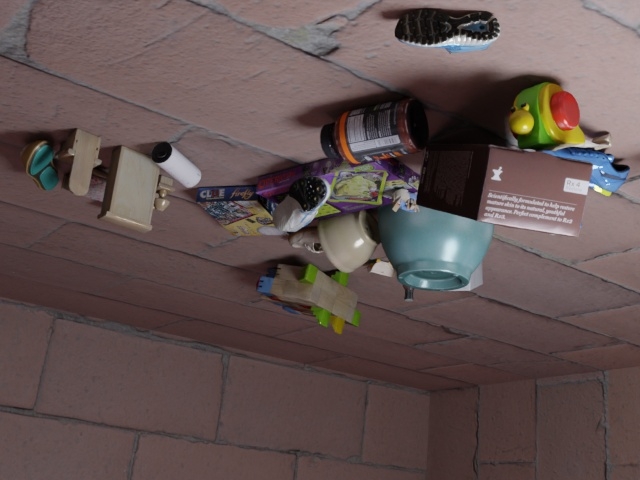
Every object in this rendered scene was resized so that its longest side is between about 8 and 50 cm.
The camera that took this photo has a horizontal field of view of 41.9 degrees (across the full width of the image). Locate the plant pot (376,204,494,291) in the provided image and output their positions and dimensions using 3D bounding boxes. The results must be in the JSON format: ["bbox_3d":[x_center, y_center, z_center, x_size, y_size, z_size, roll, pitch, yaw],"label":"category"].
[{"bbox_3d":[0.275,0.009,2.020,0.293,0.196,0.293,5,160,2],"label":"plant pot"}]

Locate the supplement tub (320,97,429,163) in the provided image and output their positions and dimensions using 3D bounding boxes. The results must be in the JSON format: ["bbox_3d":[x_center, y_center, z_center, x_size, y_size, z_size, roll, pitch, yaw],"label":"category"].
[{"bbox_3d":[0.099,-0.205,1.598,0.198,0.106,0.106,-7,157,32],"label":"supplement tub"}]

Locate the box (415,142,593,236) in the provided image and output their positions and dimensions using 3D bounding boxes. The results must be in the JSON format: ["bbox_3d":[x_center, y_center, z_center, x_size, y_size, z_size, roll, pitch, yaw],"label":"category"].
[{"bbox_3d":[0.327,-0.103,1.567,0.191,0.143,0.381,9,-176,-9],"label":"box"}]

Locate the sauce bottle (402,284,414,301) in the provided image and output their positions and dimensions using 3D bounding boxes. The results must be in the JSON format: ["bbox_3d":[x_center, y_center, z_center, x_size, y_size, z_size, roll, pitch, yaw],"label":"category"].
[{"bbox_3d":[0.258,0.113,2.420,0.042,0.128,0.042,4,162,1],"label":"sauce bottle"}]

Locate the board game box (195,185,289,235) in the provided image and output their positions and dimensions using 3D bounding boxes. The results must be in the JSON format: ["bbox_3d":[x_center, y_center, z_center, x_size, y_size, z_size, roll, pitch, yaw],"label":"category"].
[{"bbox_3d":[-0.193,-0.073,2.141,0.165,0.042,0.243,-1,160,17],"label":"board game box"}]

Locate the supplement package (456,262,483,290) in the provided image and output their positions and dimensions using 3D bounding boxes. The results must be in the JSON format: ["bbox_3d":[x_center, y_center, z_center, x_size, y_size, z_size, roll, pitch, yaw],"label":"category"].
[{"bbox_3d":[0.365,0.075,2.233,0.105,0.105,0.179,-3,-178,22],"label":"supplement package"}]

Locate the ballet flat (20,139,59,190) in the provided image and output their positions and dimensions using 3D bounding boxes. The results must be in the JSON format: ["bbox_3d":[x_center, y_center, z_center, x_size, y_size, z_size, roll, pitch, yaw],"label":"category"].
[{"bbox_3d":[-0.655,-0.181,1.918,0.073,0.080,0.232,41,158,5],"label":"ballet flat"}]

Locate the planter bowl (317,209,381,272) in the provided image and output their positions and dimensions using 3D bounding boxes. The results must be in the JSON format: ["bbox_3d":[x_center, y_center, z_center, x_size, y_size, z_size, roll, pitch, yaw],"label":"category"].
[{"bbox_3d":[0.084,-0.014,2.091,0.109,0.162,0.162,-28,146,29],"label":"planter bowl"}]

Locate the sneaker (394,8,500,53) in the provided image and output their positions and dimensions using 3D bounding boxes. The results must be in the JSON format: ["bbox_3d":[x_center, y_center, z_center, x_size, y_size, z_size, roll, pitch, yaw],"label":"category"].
[{"bbox_3d":[0.197,-0.317,1.316,0.162,0.063,0.073,5,164,3],"label":"sneaker"}]

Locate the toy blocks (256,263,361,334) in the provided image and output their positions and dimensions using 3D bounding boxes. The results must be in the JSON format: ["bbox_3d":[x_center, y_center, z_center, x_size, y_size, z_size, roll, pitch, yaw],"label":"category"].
[{"bbox_3d":[-0.064,0.162,2.622,0.261,0.190,0.381,7,165,30],"label":"toy blocks"}]

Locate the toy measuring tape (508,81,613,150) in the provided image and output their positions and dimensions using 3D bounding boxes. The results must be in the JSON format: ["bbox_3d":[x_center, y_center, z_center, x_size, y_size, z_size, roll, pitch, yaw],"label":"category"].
[{"bbox_3d":[0.435,-0.223,1.512,0.121,0.121,0.330,-14,174,44],"label":"toy measuring tape"}]

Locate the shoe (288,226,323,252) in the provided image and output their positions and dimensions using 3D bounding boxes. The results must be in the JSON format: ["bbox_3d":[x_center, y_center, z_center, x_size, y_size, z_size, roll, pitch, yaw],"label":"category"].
[{"bbox_3d":[0.000,0.000,2.272,0.219,0.058,0.077,-9,156,36],"label":"shoe"}]

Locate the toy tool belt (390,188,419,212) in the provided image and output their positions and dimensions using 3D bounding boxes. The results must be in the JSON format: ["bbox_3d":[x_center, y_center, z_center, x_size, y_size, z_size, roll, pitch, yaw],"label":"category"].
[{"bbox_3d":[0.197,-0.080,1.872,0.083,0.051,0.052,13,159,-23],"label":"toy tool belt"}]

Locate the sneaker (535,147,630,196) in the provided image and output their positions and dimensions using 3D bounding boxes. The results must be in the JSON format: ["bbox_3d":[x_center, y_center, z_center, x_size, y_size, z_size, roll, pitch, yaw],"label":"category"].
[{"bbox_3d":[0.530,-0.163,1.686,0.209,0.069,0.082,22,123,-19],"label":"sneaker"}]

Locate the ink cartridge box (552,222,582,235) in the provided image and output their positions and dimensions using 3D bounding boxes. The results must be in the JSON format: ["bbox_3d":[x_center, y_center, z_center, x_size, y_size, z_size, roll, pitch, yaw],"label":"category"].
[{"bbox_3d":[0.542,-0.060,1.970,0.123,0.052,0.089,17,157,-34],"label":"ink cartridge box"}]

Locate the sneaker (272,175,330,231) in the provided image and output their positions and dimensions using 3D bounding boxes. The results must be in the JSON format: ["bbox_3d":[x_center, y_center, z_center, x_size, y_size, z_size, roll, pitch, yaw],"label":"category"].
[{"bbox_3d":[-0.032,-0.087,1.892,0.086,0.085,0.237,-14,168,-30],"label":"sneaker"}]

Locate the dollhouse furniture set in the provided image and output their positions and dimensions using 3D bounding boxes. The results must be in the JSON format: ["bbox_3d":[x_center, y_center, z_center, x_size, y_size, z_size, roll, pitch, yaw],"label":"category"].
[{"bbox_3d":[-0.542,-0.090,1.989,0.303,0.173,0.356,21,155,-37],"label":"dollhouse furniture set"}]

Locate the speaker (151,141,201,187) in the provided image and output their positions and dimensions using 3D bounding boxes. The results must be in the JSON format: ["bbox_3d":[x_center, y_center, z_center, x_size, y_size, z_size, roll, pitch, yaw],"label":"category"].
[{"bbox_3d":[-0.324,-0.169,1.881,0.055,0.055,0.136,-3,159,22],"label":"speaker"}]

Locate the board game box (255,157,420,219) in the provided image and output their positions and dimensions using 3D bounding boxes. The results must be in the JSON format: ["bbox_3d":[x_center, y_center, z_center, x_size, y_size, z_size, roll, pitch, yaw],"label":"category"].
[{"bbox_3d":[0.047,-0.124,1.930,0.347,0.056,0.208,-10,159,37],"label":"board game box"}]

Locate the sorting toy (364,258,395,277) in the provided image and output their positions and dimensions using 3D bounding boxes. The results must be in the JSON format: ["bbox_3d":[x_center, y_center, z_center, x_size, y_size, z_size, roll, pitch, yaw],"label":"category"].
[{"bbox_3d":[0.170,0.085,2.502,0.083,0.044,0.075,15,166,-27],"label":"sorting toy"}]
